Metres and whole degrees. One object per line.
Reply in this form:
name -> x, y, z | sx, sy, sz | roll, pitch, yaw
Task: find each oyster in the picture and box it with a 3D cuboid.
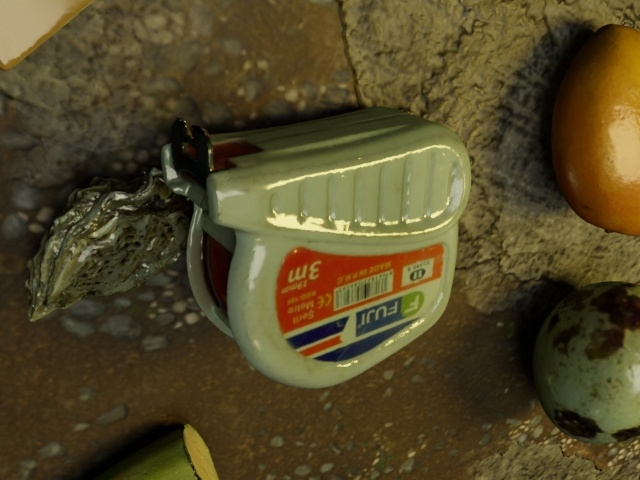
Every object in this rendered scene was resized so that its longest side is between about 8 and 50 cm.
oyster -> -0.169, -0.002, 0.540 | 0.177, 0.064, 0.124 | -27, 139, -19

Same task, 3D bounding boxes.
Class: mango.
mango -> 0.300, -0.106, 0.656 | 0.145, 0.112, 0.219 | -27, 113, -7

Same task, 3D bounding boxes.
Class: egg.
egg -> 0.337, 0.151, 0.777 | 0.169, 0.169, 0.231 | -12, 136, -17

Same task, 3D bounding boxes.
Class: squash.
squash -> -0.198, 0.268, 0.661 | 0.188, 0.095, 0.095 | -27, 125, -3

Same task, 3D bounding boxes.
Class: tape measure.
tape measure -> 0.000, -0.001, 0.560 | 0.243, 0.125, 0.246 | -15, 122, -29

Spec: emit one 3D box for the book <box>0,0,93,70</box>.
book -> -0.202, -0.319, 0.323 | 0.269, 0.032, 0.389 | -45, 126, -12
